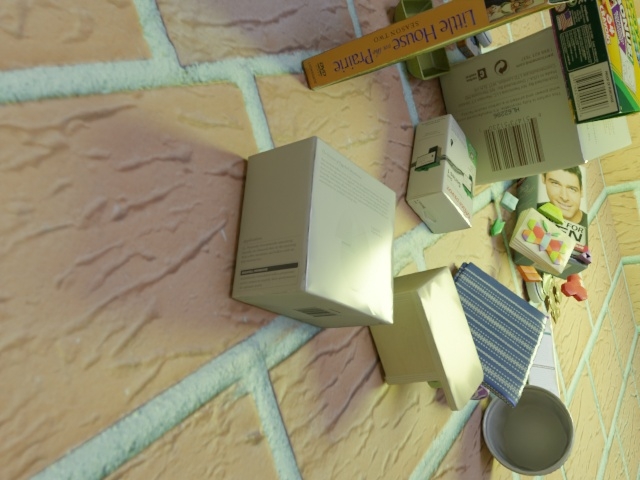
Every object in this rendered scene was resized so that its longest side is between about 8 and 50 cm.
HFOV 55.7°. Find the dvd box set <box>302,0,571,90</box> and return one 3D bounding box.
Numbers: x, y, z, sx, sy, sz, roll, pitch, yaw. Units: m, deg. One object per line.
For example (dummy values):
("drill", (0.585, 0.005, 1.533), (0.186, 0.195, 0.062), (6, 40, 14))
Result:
("dvd box set", (0.216, -0.374, 1.067), (0.308, 0.421, 0.062), (-36, 111, -51))

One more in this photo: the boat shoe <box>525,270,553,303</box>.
("boat shoe", (0.716, 0.065, 1.933), (0.109, 0.094, 0.302), (50, 44, -35))

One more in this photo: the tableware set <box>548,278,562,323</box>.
("tableware set", (0.806, 0.196, 2.091), (0.141, 0.020, 0.168), (54, 41, -34))

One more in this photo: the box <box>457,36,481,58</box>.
("box", (0.436, -0.569, 1.766), (0.136, 0.028, 0.081), (27, 60, -51))

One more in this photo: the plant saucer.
("plant saucer", (0.237, -0.477, 1.448), (0.188, 0.045, 0.188), (-32, 107, -53))

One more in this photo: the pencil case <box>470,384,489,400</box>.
("pencil case", (0.359, 0.268, 1.399), (0.086, 0.088, 0.206), (29, 50, -3))

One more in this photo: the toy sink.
("toy sink", (0.192, 0.188, 1.141), (0.153, 0.131, 0.234), (-26, 98, -54))

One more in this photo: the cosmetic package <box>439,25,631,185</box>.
("cosmetic package", (0.572, -0.351, 1.604), (0.394, 0.330, 0.327), (-19, 97, -48))

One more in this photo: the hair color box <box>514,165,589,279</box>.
("hair color box", (0.721, -0.084, 1.892), (0.186, 0.113, 0.374), (19, 60, -11))

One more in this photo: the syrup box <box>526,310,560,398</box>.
("syrup box", (0.558, 0.310, 1.609), (0.096, 0.093, 0.236), (11, 63, -13))

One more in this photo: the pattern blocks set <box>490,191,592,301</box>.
("pattern blocks set", (0.638, 0.006, 1.736), (0.325, 0.026, 0.285), (25, 59, -7))

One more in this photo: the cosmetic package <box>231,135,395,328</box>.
("cosmetic package", (0.000, 0.000, 0.913), (0.224, 0.138, 0.224), (28, 61, -48))

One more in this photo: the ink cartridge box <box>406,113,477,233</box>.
("ink cartridge box", (0.281, -0.147, 1.382), (0.160, 0.093, 0.219), (40, 50, -41))

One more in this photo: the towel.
("towel", (0.368, 0.194, 1.349), (0.243, 0.040, 0.336), (36, 39, 10))

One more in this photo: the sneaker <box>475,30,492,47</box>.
("sneaker", (0.475, -0.697, 1.775), (0.094, 0.091, 0.258), (-1, 77, -58))

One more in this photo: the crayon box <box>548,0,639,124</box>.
("crayon box", (0.636, -0.458, 1.370), (0.313, 0.106, 0.362), (-17, 95, -47))

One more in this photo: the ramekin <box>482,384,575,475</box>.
("ramekin", (0.501, 0.460, 1.446), (0.109, 0.207, 0.207), (49, 45, -49))
